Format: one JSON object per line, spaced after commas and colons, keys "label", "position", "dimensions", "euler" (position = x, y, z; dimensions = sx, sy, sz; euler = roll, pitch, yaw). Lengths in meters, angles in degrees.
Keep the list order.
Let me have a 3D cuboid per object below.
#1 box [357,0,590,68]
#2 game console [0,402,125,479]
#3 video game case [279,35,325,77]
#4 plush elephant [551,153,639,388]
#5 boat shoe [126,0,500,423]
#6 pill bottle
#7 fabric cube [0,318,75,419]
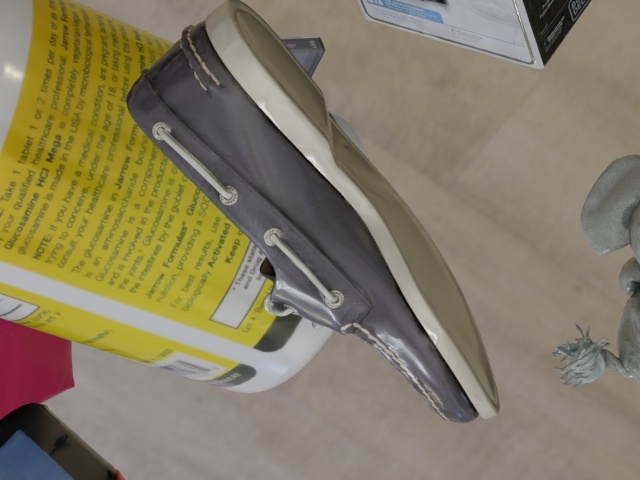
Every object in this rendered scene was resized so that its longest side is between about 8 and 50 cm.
{"label": "box", "position": [0.071, -0.258, 1.084], "dimensions": [0.169, 0.087, 0.290], "euler": [22, 155, 33]}
{"label": "game console", "position": [-0.331, 0.300, 1.427], "dimensions": [0.342, 0.386, 0.060], "euler": [-41, 109, -13]}
{"label": "video game case", "position": [-0.150, -0.139, 1.686], "dimensions": [0.274, 0.026, 0.196], "euler": [-6, 150, -26]}
{"label": "plush elephant", "position": [0.431, 0.034, 1.851], "dimensions": [0.330, 0.272, 0.255], "euler": [-5, 124, -24]}
{"label": "boat shoe", "position": [0.000, 0.000, 0.661], "dimensions": [0.065, 0.075, 0.206], "euler": [-32, 107, 15]}
{"label": "pill bottle", "position": [-0.150, -0.042, 0.942], "dimensions": [0.334, 0.188, 0.188], "euler": [21, 122, -28]}
{"label": "fabric cube", "position": [-0.486, 0.092, 2.047], "dimensions": [0.254, 0.258, 0.259], "euler": [5, 104, 21]}
